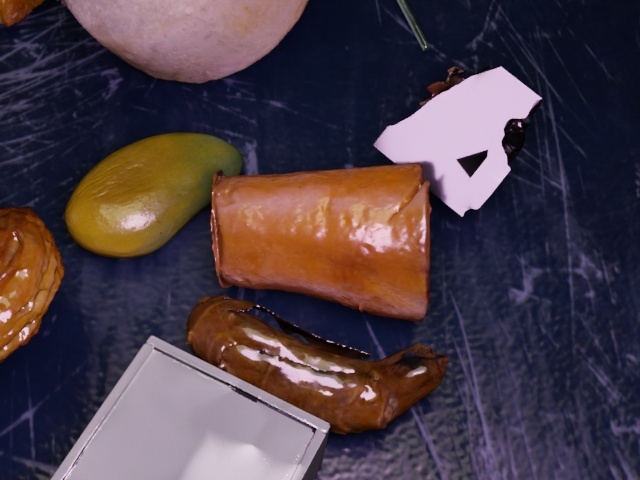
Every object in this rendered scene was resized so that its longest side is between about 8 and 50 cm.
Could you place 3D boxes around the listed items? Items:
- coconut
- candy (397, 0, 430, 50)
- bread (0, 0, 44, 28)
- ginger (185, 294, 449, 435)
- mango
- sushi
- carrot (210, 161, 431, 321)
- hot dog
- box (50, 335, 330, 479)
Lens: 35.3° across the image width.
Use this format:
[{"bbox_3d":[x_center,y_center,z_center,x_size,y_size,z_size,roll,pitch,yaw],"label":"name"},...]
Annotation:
[{"bbox_3d":[-0.181,-0.409,1.329,0.344,0.415,0.415,24,63,17],"label":"coconut"},{"bbox_3d":[0.085,-0.404,1.493,0.091,0.083,0.306,-20,72,-15],"label":"candy"},{"bbox_3d":[-0.441,-0.501,1.402,0.207,0.279,0.279,30,66,16],"label":"bread"},{"bbox_3d":[-0.020,0.147,1.159,0.309,0.107,0.133,20,34,9],"label":"ginger"},{"bbox_3d":[-0.214,-0.067,1.277,0.137,0.091,0.237,41,61,12],"label":"mango"},{"bbox_3d":[0.189,-0.143,1.300,0.153,0.150,0.172,39,101,5],"label":"sushi"},{"bbox_3d":[0.000,0.000,1.197,0.254,0.196,0.196,1,61,3],"label":"carrot"},{"bbox_3d":[-0.461,0.089,1.066,0.387,0.267,0.174,-18,92,-20],"label":"hot dog"},{"bbox_3d":[-0.143,0.261,1.071,0.224,0.117,0.225,25,58,11],"label":"box"}]
